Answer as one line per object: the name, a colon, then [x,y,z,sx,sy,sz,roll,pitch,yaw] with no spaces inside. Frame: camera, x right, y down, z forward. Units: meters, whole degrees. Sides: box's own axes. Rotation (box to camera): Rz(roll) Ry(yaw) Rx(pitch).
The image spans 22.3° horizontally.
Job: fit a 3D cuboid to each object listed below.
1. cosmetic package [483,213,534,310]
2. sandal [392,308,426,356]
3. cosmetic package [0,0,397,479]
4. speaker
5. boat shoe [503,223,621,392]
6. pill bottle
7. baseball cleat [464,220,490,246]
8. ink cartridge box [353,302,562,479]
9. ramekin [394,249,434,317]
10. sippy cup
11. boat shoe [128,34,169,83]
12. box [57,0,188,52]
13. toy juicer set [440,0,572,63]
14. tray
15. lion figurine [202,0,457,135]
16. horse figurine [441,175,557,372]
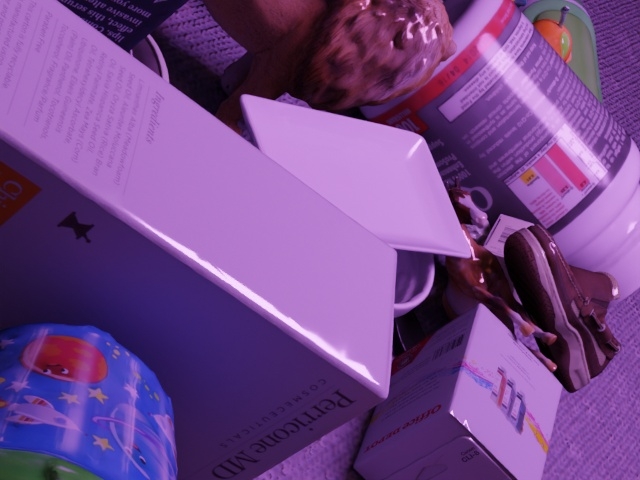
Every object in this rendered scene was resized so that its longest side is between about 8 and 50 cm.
cosmetic package: [0.202,0.033,1.773,0.041,0.115,0.060,18,51,17]
sandal: [0.077,0.048,1.673,0.067,0.040,0.179,-7,66,-54]
cosmetic package: [-0.181,-0.001,1.218,0.453,0.230,0.161,35,38,-26]
speaker: [0.300,-0.195,2.104,0.131,0.131,0.296,35,37,-27]
boat shoe: [0.263,0.056,1.706,0.095,0.095,0.257,57,-4,37]
pill bottle: [0.231,-0.097,1.846,0.363,0.210,0.210,46,33,-12]
baseball cleat: [0.088,-0.037,1.731,0.206,0.072,0.109,28,4,-40]
ink cartridge box: [0.133,0.178,1.546,0.127,0.128,0.176,46,34,-14]
ramekin: [0.000,0.000,1.557,0.207,0.109,0.207,33,38,-30]
sippy cup: [-0.190,0.177,1.069,0.240,0.305,0.224,2,31,2]
boat shoe: [-0.182,-0.110,1.449,0.069,0.081,0.227,23,46,-45]
box: [-0.214,-0.324,1.313,0.212,0.395,0.293,23,45,-41]
toy juicer set: [0.208,-0.299,1.994,0.209,0.089,0.329,52,-11,-28]
tray: [0.030,-0.050,1.512,0.270,0.030,0.145,8,54,-49]
lion figurine: [-0.072,-0.251,1.572,0.392,0.240,0.142,41,35,-19]
horse figurine: [0.178,0.068,1.692,0.174,0.066,0.263,50,-10,27]
